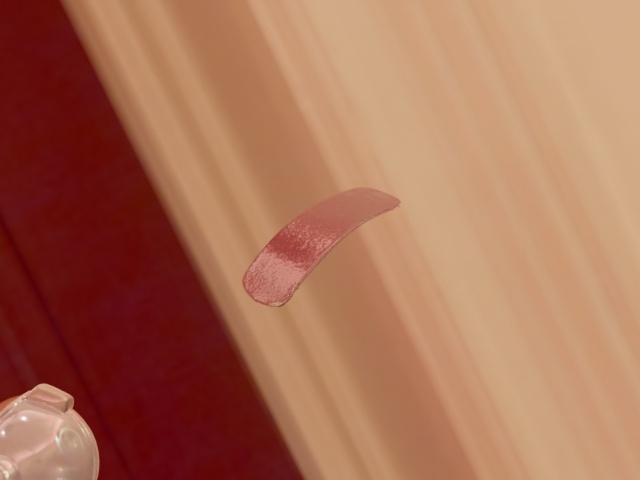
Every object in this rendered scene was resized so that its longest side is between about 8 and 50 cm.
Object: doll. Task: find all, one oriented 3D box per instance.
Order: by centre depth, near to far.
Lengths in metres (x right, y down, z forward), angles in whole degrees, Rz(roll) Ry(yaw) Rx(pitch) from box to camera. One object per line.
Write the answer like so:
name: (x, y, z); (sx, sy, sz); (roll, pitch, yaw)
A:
doll: (-0.272, 0.234, 1.544); (0.287, 0.151, 0.151); (-52, 2, 12)

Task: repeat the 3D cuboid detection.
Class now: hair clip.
hair clip: (-0.001, -0.001, 1.489); (0.137, 0.022, 0.054); (-39, 41, -22)
